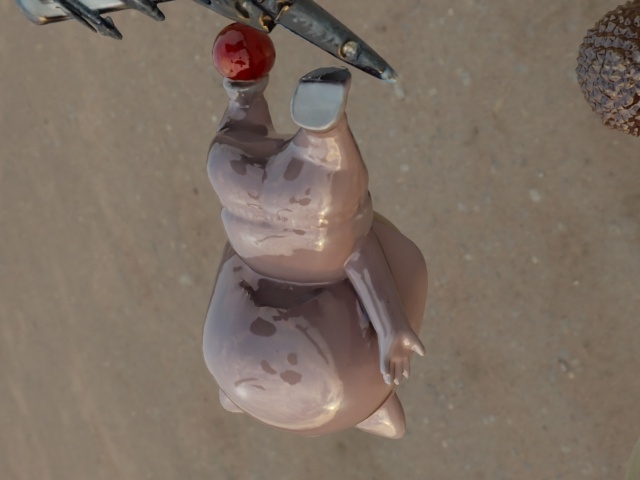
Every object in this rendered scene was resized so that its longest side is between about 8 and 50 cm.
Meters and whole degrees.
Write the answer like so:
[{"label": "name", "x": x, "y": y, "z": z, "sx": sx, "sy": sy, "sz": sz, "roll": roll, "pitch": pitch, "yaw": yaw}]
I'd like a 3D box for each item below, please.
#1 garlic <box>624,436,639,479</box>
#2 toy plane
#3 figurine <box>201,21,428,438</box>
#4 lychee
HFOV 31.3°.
[{"label": "garlic", "x": 0.320, "y": 0.179, "z": 0.823, "sx": 0.196, "sy": 0.338, "sz": 0.151, "roll": 34, "pitch": 110, "yaw": 29}, {"label": "toy plane", "x": -0.062, "y": -0.155, "z": 0.604, "sx": 0.246, "sy": 0.169, "sz": 0.078, "roll": 35, "pitch": -177, "yaw": 3}, {"label": "figurine", "x": 0.000, "y": 0.000, "z": 0.766, "sx": 0.176, "sy": 0.186, "sz": 0.287, "roll": 3, "pitch": 121, "yaw": 25}, {"label": "lychee", "x": 0.425, "y": -0.222, "z": 1.502, "sx": 0.188, "sy": 0.188, "sz": 0.188, "roll": 44, "pitch": 144, "yaw": 44}]
